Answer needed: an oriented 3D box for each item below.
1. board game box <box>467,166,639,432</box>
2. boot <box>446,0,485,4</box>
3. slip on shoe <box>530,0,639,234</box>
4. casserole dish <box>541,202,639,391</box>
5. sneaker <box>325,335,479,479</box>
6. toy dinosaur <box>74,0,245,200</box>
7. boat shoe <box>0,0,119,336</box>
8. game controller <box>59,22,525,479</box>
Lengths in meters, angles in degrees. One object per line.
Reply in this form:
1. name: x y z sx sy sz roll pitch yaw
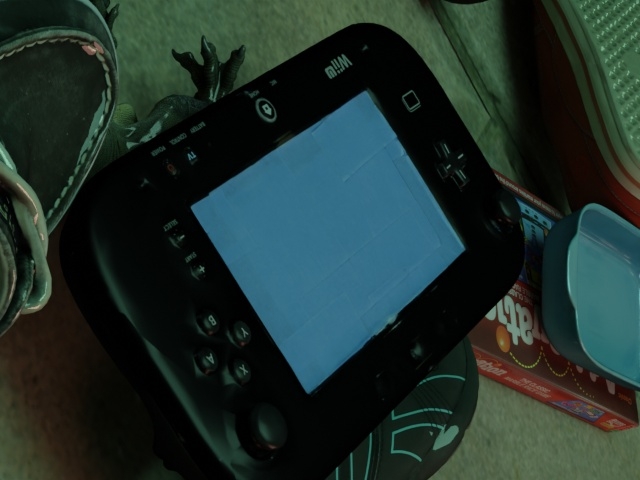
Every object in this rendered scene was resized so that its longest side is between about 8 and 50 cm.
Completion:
1. board game box: 0.137 0.032 1.168 0.281 0.027 0.145 26 54 -50
2. boot: 0.103 -0.359 1.218 0.260 0.131 0.348 -47 124 -49
3. slip on shoe: 0.208 -0.133 1.309 0.123 0.101 0.331 13 46 -25
4. casserole dish: 0.202 0.045 1.189 0.188 0.037 0.114 26 62 -51
5. sneaker: 0.006 0.097 0.857 0.106 0.101 0.267 51 35 -24
6. toy dinosaur: -0.092 -0.057 0.827 0.268 0.064 0.118 36 54 -46
7. boat shoe: -0.150 0.009 0.599 0.335 0.119 0.121 -54 133 -43
8. game controller: 0.000 0.000 0.825 0.319 0.067 0.166 -38 106 -54
